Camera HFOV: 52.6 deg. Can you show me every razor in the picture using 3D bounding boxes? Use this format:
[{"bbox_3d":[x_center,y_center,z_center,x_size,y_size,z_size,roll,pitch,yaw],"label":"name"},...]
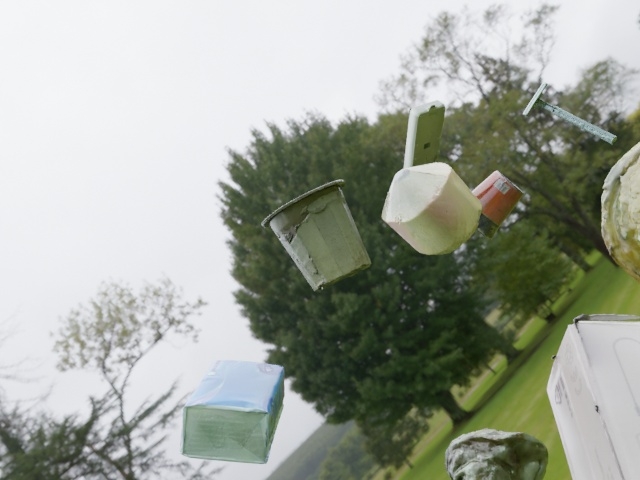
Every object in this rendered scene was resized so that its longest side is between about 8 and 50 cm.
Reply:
[{"bbox_3d":[0.554,-0.266,1.422,0.036,0.211,0.084,7,-63,-57],"label":"razor"}]

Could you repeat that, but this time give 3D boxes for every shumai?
[{"bbox_3d":[0.480,0.694,1.767,0.304,0.309,0.263,-28,33,37],"label":"shumai"}]

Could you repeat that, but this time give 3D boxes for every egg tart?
[{"bbox_3d":[0.630,-0.051,1.072,0.315,0.315,0.120,-47,-9,8],"label":"egg tart"}]

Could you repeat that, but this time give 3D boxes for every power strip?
[{"bbox_3d":[0.238,-0.231,1.478,0.082,0.035,0.192,-21,-43,-20],"label":"power strip"}]

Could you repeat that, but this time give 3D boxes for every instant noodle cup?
[{"bbox_3d":[0.408,-0.091,1.553,0.135,0.127,0.127,-50,-14,16],"label":"instant noodle cup"}]

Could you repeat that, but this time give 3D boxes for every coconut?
[{"bbox_3d":[0.184,-0.062,1.108,0.147,0.153,0.147,-42,22,21],"label":"coconut"}]

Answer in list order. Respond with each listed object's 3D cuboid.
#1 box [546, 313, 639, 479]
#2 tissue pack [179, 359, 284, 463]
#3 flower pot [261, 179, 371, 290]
[{"bbox_3d":[0.310,0.159,0.449,0.203,0.252,0.106,-89,-3,-49],"label":"box"},{"bbox_3d":[-0.197,0.391,1.517,0.263,0.198,0.146,-64,-23,-79],"label":"tissue pack"},{"bbox_3d":[0.000,0.000,1.453,0.212,0.202,0.212,-24,-7,-3],"label":"flower pot"}]
